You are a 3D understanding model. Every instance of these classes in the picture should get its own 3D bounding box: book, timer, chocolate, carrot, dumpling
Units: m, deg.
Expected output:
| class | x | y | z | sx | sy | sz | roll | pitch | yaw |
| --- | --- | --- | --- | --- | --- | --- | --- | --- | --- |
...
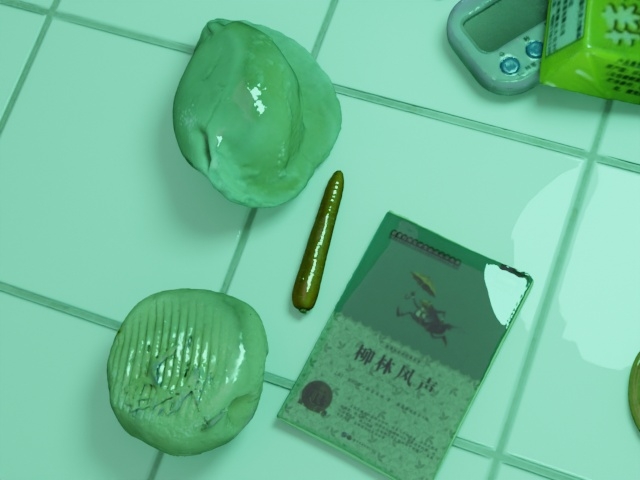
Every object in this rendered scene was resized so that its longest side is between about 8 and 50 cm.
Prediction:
| class | x | y | z | sx | sy | sz | roll | pitch | yaw |
| --- | --- | --- | --- | --- | --- | --- | --- | --- | --- |
| book | 0.133 | 0.168 | 1.693 | 0.264 | 0.031 | 0.379 | 25 | 80 | 15 |
| timer | 0.323 | -0.341 | 1.785 | 0.209 | 0.069 | 0.190 | -32 | 71 | -5 |
| chocolate | 0.509 | -0.366 | 1.685 | 0.289 | 0.137 | 0.300 | 11 | 77 | -8 |
| carrot | 0.000 | 0.000 | 1.762 | 0.043 | 0.043 | 0.247 | 12 | 74 | 13 |
| dumpling | -0.114 | -0.214 | 1.758 | 0.270 | 0.212 | 0.320 | 14 | 87 | 11 |

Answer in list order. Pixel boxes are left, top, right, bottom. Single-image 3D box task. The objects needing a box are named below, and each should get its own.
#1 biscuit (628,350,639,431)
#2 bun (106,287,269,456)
| class | x | y | z | sx | sy | sz | roll | pitch | yaw |
| --- | --- | --- | --- | --- | --- | --- | --- | --- | --- |
| biscuit | 0.580 | 0.195 | 1.603 | 0.202 | 0.044 | 0.288 | 42 | 87 | 18 |
| bun | -0.200 | 0.204 | 1.677 | 0.273 | 0.168 | 0.272 | -8 | 63 | 17 |
